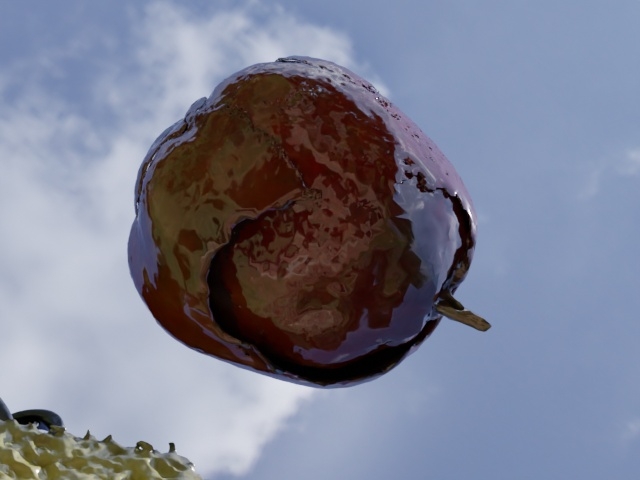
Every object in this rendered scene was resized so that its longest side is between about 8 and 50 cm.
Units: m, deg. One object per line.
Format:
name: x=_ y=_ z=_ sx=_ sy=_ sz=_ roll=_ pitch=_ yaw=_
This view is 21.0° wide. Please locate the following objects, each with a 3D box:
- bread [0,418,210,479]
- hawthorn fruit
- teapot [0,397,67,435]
bread: x=-0.167 y=0.169 z=0.883 sx=0.134 sy=0.260 sz=0.129 roll=-66 pitch=-158 yaw=17
hawthorn fruit: x=0.000 y=0.000 z=0.768 sx=0.172 sy=0.148 sz=0.148 roll=34 pitch=-90 yaw=13
teapot: x=-0.215 y=0.149 z=1.009 sx=0.096 sy=0.177 sz=0.087 roll=8 pitch=-60 yaw=41
